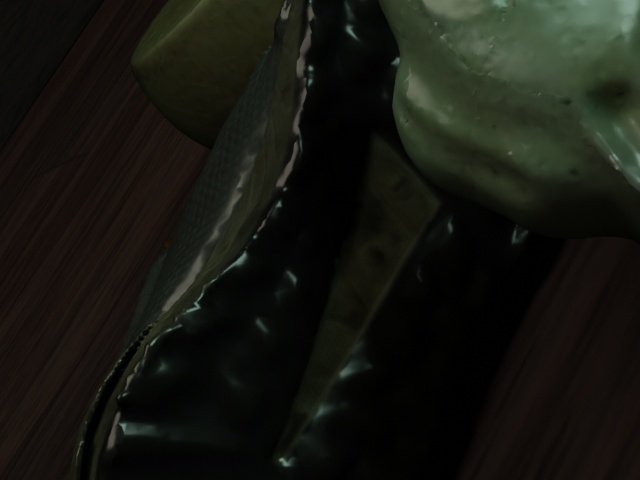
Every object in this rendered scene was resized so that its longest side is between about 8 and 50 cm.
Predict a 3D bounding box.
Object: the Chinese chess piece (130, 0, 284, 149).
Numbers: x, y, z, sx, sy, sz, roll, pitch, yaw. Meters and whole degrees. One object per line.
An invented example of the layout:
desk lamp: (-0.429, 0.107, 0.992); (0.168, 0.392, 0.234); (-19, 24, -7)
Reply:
Chinese chess piece: (-0.010, -0.166, 0.898); (0.250, 0.101, 0.250); (-47, 15, 17)

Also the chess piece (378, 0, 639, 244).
chess piece: (0.113, -0.140, 0.426); (0.298, 0.176, 0.176); (-53, 18, -7)

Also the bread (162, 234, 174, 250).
bread: (-0.025, -0.004, 0.712); (0.094, 0.035, 0.090); (-32, 17, -13)

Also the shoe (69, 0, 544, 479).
shoe: (0.000, 0.000, 0.580); (0.336, 0.132, 0.171); (-65, 12, -23)
